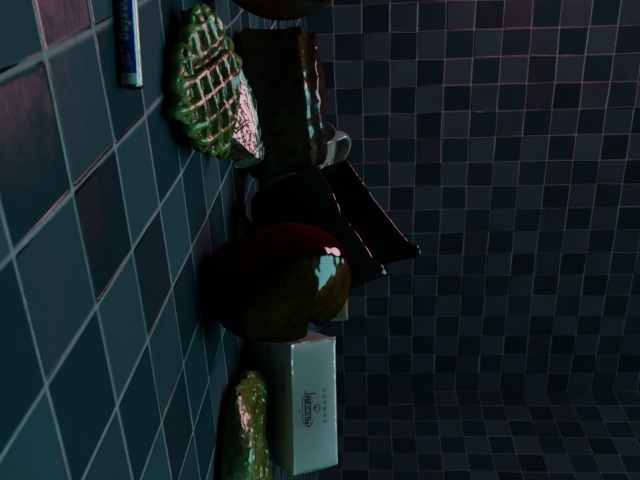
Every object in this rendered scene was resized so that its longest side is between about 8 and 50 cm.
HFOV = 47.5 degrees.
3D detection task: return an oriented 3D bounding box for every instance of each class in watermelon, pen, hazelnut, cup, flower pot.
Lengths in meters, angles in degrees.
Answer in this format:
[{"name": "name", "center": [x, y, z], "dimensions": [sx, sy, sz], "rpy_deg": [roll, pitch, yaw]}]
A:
[{"name": "watermelon", "center": [-0.165, -0.209, 1.207], "dimensions": [0.139, 0.071, 0.187], "rpy_deg": [-27, 103, -65]}, {"name": "pen", "center": [-0.210, -0.267, 0.785], "dimensions": [0.025, 0.025, 0.204], "rpy_deg": [-64, 153, -81]}, {"name": "hazelnut", "center": [-0.074, 0.062, 1.224], "dimensions": [0.217, 0.251, 0.217], "rpy_deg": [30, -52, 47]}, {"name": "cup", "center": [-0.030, -0.189, 1.871], "dimensions": [0.186, 0.258, 0.234], "rpy_deg": [39, -43, 40]}, {"name": "flower pot", "center": [-0.013, -0.012, 1.518], "dimensions": [0.379, 0.379, 0.251], "rpy_deg": [-41, 108, -85]}]

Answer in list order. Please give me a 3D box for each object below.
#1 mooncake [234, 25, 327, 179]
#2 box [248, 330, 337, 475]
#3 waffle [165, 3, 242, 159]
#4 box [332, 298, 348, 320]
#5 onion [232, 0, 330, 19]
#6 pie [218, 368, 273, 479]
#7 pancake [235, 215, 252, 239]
[{"name": "mooncake", "center": [-0.079, -0.294, 1.556], "dimensions": [0.324, 0.187, 0.324], "rpy_deg": [-3, 90, -87]}, {"name": "box", "center": [-0.062, 0.331, 1.563], "dimensions": [0.203, 0.116, 0.274], "rpy_deg": [5, -83, 60]}, {"name": "waffle", "center": [-0.164, -0.228, 1.063], "dimensions": [0.208, 0.054, 0.214], "rpy_deg": [40, 51, -66]}, {"name": "box", "center": [-0.038, 0.086, 1.850], "dimensions": [0.091, 0.220, 0.274], "rpy_deg": [-89, 175, -53]}, {"name": "onion", "center": [-0.031, -0.542, 1.213], "dimensions": [0.353, 0.353, 0.354], "rpy_deg": [-1, 90, -86]}, {"name": "pie", "center": [-0.137, 0.434, 1.388], "dimensions": [0.296, 0.078, 0.371], "rpy_deg": [72, 16, -79]}, {"name": "pancake", "center": [-0.158, 0.015, 1.516], "dimensions": [0.139, 0.022, 0.140], "rpy_deg": [-1, 90, -85]}]
